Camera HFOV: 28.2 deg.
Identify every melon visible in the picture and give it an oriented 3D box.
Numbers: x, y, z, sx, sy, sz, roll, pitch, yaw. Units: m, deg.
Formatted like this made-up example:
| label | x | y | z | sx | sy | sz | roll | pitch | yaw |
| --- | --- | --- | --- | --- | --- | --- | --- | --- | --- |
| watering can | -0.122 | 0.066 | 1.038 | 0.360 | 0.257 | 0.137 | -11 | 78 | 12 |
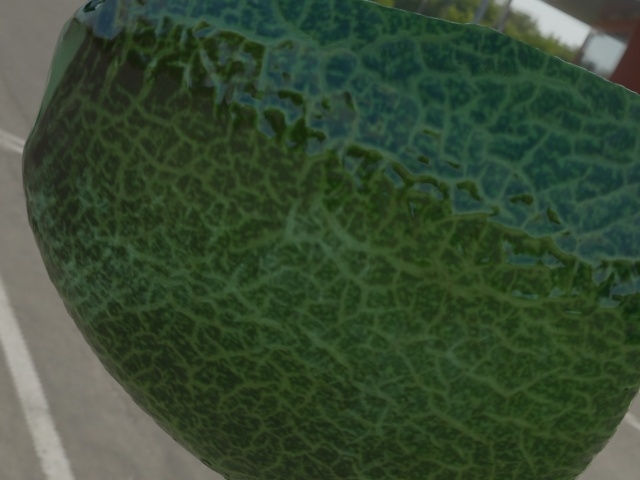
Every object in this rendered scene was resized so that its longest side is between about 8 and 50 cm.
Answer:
| label | x | y | z | sx | sy | sz | roll | pitch | yaw |
| --- | --- | --- | --- | --- | --- | --- | --- | --- | --- |
| melon | 0.000 | 0.000 | 0.724 | 0.343 | 0.331 | 0.226 | 17 | 36 | -14 |
